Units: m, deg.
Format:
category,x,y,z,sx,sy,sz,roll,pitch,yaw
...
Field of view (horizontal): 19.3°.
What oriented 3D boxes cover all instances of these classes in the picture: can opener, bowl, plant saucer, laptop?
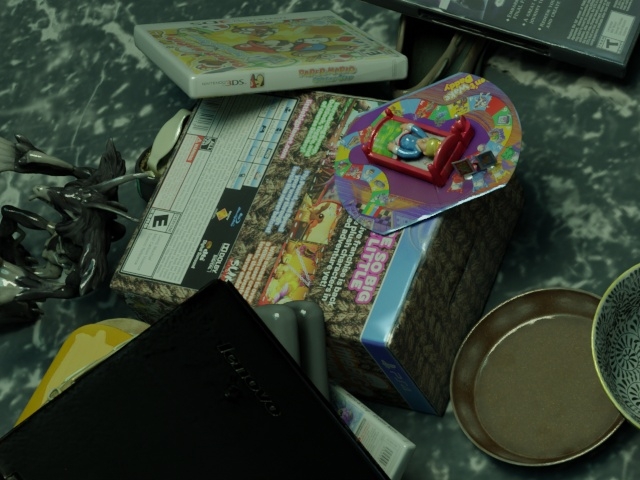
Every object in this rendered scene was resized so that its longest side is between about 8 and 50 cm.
category,x,y,z,sx,sy,sz,roll,pitch,yaw
can opener,-0.034,0.190,1.543,0.093,0.074,0.280,3,95,34
bowl,0.293,0.103,1.515,0.170,0.080,0.170,3,64,-6
plant saucer,0.194,0.120,1.599,0.168,0.029,0.168,-12,55,17
laptop,-0.136,0.314,1.437,0.408,0.236,0.382,-40,88,16

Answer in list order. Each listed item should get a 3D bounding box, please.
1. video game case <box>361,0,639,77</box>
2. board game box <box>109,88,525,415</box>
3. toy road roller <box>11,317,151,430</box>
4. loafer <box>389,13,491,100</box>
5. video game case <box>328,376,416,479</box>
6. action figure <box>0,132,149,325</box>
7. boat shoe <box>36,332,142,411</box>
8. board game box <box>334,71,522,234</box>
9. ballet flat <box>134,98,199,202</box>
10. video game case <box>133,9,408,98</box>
category,x,y,z,sx,sy,sz,roll,pitch,yaw
video game case,0.188,-0.270,1.787,0.274,0.026,0.196,18,61,15
board game box,0.000,0.000,1.691,0.291,0.141,0.232,11,65,30
toy road roller,-0.152,0.255,1.576,0.240,0.202,0.329,19,69,17
loafer,0.121,-0.220,1.809,0.096,0.084,0.267,-1,60,25
video game case,-0.003,0.204,1.600,0.143,0.019,0.157,36,107,37
action figure,-0.271,-0.007,1.758,0.275,0.141,0.164,-32,49,51
boat shoe,-0.174,0.118,1.502,0.153,0.048,0.056,-31,65,-7
board game box,0.085,-0.084,1.594,0.168,0.033,0.133,-22,53,10
ballet flat,-0.109,-0.119,1.863,0.203,0.074,0.074,-46,53,-8
video game case,-0.052,-0.179,1.779,0.206,0.026,0.227,-7,20,-17
